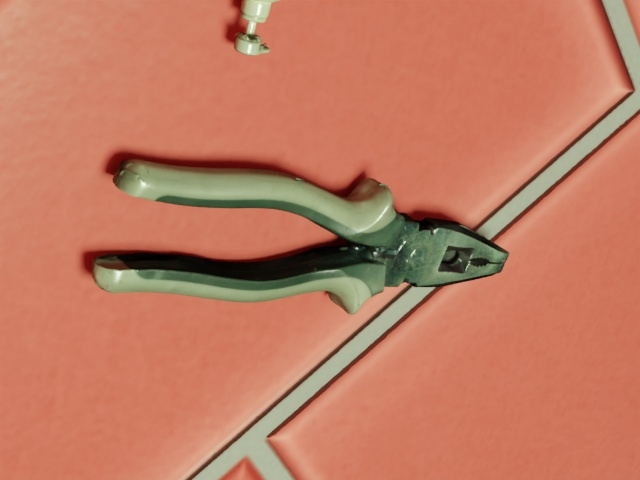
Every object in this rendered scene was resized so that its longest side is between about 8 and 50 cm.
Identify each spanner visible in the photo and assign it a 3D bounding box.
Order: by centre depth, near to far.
[{"bbox_3d":[0.000,0.000,1.022,0.325,0.040,0.095,6,110,-36],"label":"spanner"}]

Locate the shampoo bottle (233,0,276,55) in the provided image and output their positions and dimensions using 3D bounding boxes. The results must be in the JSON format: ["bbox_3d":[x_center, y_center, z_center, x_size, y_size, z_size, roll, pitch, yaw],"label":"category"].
[{"bbox_3d":[-0.030,-0.178,0.912,0.049,0.034,0.141,-3,115,-42],"label":"shampoo bottle"}]
